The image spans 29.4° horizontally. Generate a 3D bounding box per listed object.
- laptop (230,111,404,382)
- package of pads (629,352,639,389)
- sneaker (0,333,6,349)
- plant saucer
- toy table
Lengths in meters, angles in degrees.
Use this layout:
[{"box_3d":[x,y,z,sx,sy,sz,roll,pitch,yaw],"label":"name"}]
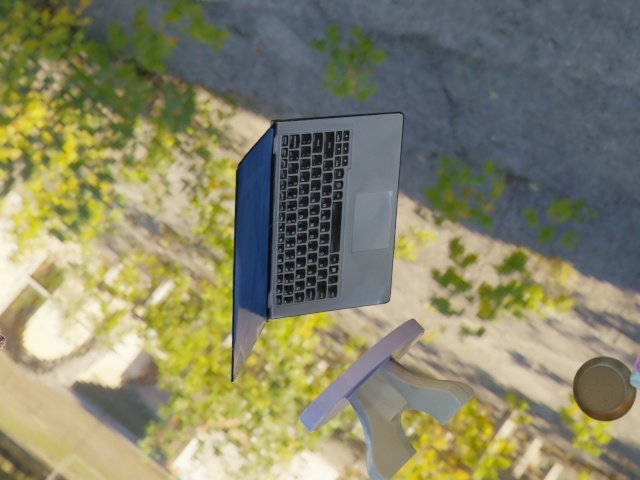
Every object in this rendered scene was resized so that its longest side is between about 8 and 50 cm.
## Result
[{"box_3d":[0.000,0.000,2.118,0.236,0.408,0.382,-138,47,-58],"label":"laptop"},{"box_3d":[0.466,0.047,1.351,0.101,0.229,0.296,37,159,19],"label":"package of pads"},{"box_3d":[-0.381,0.111,1.262,0.075,0.063,0.170,42,154,-17],"label":"sneaker"},{"box_3d":[0.362,0.190,1.561,0.083,0.083,0.015,38,171,3],"label":"plant saucer"},{"box_3d":[0.112,0.256,1.900,0.161,0.274,0.252,45,149,11],"label":"toy table"}]
